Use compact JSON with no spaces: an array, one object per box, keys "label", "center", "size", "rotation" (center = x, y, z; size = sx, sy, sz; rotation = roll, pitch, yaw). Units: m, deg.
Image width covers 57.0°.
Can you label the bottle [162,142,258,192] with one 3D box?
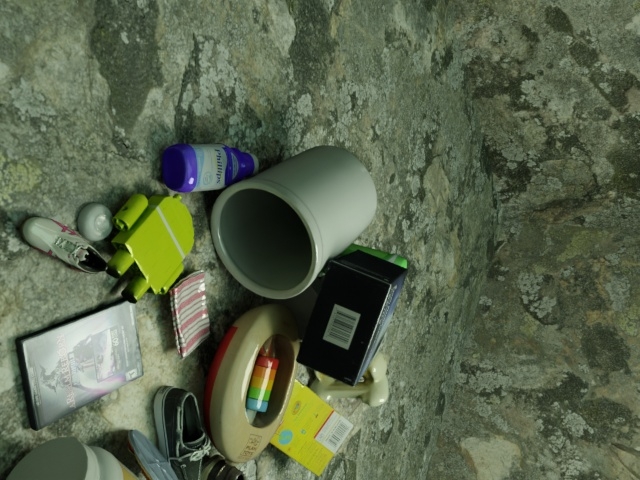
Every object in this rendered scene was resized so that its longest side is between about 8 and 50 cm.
[{"label":"bottle","center":[-0.268,-0.186,1.487],"size":[0.283,0.092,0.118],"rotation":[-13,106,-56]}]

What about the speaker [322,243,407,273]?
[{"label":"speaker","center":[0.113,0.073,1.849],"size":[0.131,0.296,0.131],"rotation":[15,90,-70]}]

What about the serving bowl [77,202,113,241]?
[{"label":"serving bowl","center":[-0.472,-0.038,1.252],"size":[0.083,0.027,0.083],"rotation":[-13,106,-56]}]

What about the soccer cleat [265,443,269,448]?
[{"label":"soccer cleat","center":[-0.187,0.629,1.828],"size":[0.083,0.029,0.036],"rotation":[-1,101,-53]}]

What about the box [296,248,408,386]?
[{"label":"box","center":[0.099,0.200,1.636],"size":[0.294,0.182,0.296],"rotation":[-19,129,-73]}]

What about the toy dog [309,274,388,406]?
[{"label":"toy dog","center":[0.089,0.300,1.978],"size":[0.395,0.284,0.408],"rotation":[-53,136,-49]}]

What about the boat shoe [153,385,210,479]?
[{"label":"boat shoe","center":[-0.333,0.512,1.486],"size":[0.113,0.105,0.306],"rotation":[-25,113,-60]}]

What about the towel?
[{"label":"towel","center":[-0.326,0.186,1.491],"size":[0.144,0.029,0.197],"rotation":[-44,133,-65]}]

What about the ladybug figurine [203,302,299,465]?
[{"label":"ladybug figurine","center":[-0.201,0.386,1.633],"size":[0.305,0.162,0.449],"rotation":[40,62,-52]}]

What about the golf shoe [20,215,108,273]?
[{"label":"golf shoe","center":[-0.499,0.008,1.164],"size":[0.186,0.086,0.067],"rotation":[45,60,-50]}]

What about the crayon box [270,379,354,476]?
[{"label":"crayon box","center":[-0.061,0.579,1.866],"size":[0.202,0.081,0.318],"rotation":[-52,121,-15]}]

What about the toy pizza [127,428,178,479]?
[{"label":"toy pizza","center":[-0.386,0.523,1.356],"size":[0.032,0.201,0.201],"rotation":[-37,132,-13]}]

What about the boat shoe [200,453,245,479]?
[{"label":"boat shoe","center":[-0.263,0.767,1.624],"size":[0.132,0.130,0.355],"rotation":[-32,126,-53]}]

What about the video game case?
[{"label":"video game case","center":[-0.502,0.254,1.262],"size":[0.274,0.026,0.196],"rotation":[-23,115,-55]}]

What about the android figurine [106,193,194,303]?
[{"label":"android figurine","center":[-0.383,0.005,1.359],"size":[0.273,0.056,0.248],"rotation":[-63,148,-38]}]

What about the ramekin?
[{"label":"ramekin","center":[-0.067,0.191,1.782],"size":[0.109,0.207,0.207],"rotation":[-25,116,-64]}]

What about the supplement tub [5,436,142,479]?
[{"label":"supplement tub","center":[-0.464,0.559,1.187],"size":[0.228,0.228,0.316],"rotation":[-59,141,-33]}]

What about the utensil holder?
[{"label":"utensil holder","center":[-0.058,-0.071,1.635],"size":[0.385,0.327,0.328],"rotation":[-40,128,-51]}]
